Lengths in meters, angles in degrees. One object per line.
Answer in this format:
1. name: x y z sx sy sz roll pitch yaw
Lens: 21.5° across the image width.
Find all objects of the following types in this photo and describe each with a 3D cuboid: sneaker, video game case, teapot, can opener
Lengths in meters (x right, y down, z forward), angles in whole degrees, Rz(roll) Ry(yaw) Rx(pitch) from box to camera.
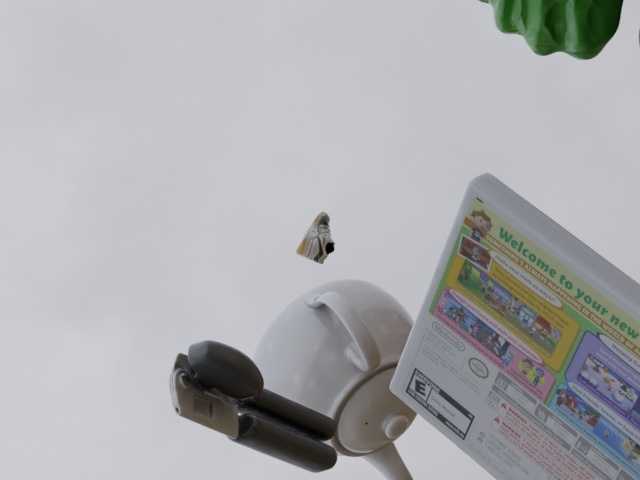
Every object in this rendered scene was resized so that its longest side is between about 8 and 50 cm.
1. sneaker: 0.000 0.000 1.844 0.032 0.037 0.083 -59 2 35
2. video game case: 0.151 0.089 1.076 0.023 0.212 0.193 -28 -33 -42
3. teapot: 0.045 0.183 2.159 0.256 0.187 0.252 10 -66 -44
4. can opener: -0.067 0.193 1.887 0.280 0.093 0.074 34 -133 -47

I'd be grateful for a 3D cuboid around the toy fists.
1. toy fists: 0.260 -0.207 1.366 0.096 0.279 0.142 -59 -19 -61
